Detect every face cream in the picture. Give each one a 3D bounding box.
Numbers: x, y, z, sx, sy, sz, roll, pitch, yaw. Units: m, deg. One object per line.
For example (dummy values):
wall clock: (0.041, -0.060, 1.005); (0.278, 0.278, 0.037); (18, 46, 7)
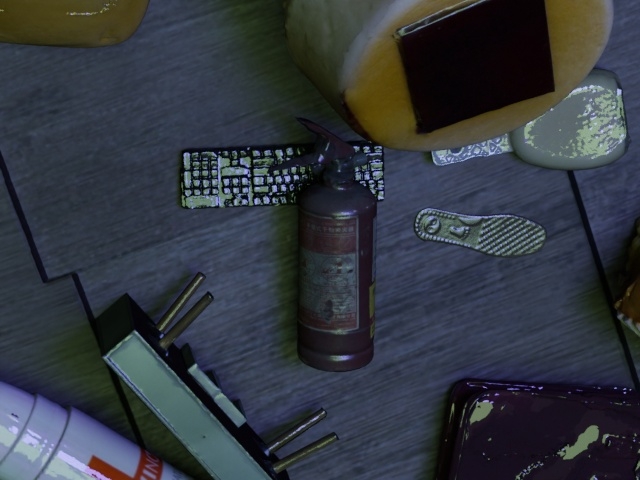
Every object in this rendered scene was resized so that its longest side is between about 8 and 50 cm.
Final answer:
face cream: (-0.190, 0.240, 1.667); (0.345, 0.102, 0.102); (33, 97, -18)

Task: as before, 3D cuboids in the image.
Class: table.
table: (-0.089, 0.141, 1.647); (0.111, 0.121, 0.240); (-40, 108, 2)

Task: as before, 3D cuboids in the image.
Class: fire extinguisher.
fire extinguisher: (0.008, 0.001, 1.621); (0.075, 0.106, 0.252); (14, 117, 28)

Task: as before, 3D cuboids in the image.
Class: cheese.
cheese: (0.197, -0.103, 1.677); (0.192, 0.037, 0.097); (-12, 105, -8)

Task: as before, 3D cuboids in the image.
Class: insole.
insole: (0.156, -0.008, 1.713); (0.135, 0.002, 0.045); (9, 102, -12)

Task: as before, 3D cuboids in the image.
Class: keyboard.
keyboard: (-0.035, -0.060, 1.659); (0.195, 0.018, 0.060); (-3, 102, -10)

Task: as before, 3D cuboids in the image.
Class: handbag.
handbag: (0.220, 0.239, 1.754); (0.216, 0.074, 0.203); (4, 104, -13)

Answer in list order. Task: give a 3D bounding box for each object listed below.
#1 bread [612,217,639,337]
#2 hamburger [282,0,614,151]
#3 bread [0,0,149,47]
bread: (0.395, 0.019, 1.646); (0.250, 0.179, 0.133); (-25, 130, 38)
hamburger: (0.111, -0.210, 1.522); (0.302, 0.170, 0.302); (-14, 148, -9)
bread: (-0.252, -0.241, 1.533); (0.217, 0.098, 0.147); (0, 101, -11)
